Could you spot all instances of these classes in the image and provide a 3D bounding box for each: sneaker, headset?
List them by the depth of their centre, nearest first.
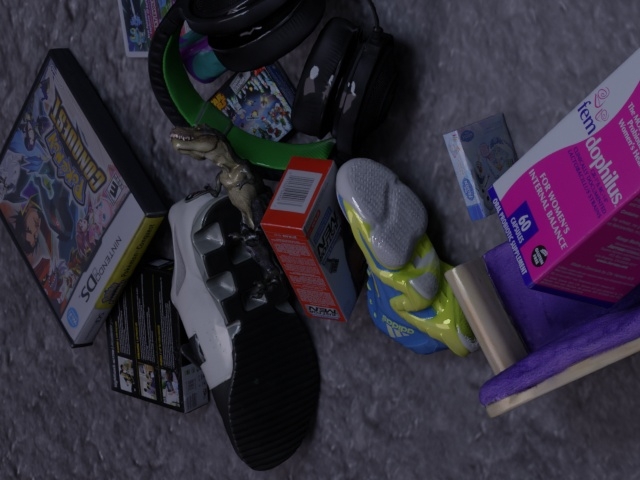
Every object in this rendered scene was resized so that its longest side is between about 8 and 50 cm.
[{"bbox_3d":[-0.007,-0.215,1.784,0.243,0.185,0.394,39,139,-15],"label":"headset"},{"bbox_3d":[0.070,0.031,1.829,0.126,0.091,0.240,-27,100,49],"label":"sneaker"},{"bbox_3d":[-0.098,0.098,2.016,0.146,0.122,0.331,11,114,57],"label":"sneaker"}]

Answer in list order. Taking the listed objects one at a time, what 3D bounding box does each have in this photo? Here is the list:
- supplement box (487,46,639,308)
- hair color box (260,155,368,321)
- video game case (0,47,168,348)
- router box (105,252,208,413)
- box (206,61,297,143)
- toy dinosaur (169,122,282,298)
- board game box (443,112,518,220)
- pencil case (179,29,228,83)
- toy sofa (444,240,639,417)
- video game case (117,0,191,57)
[{"bbox_3d":[0.261,-0.055,1.470,0.220,0.114,0.111,-44,48,33],"label":"supplement box"},{"bbox_3d":[0.000,0.000,1.839,0.053,0.093,0.167,9,147,25],"label":"hair color box"},{"bbox_3d":[-0.305,-0.050,2.141,0.275,0.035,0.248,57,133,27],"label":"video game case"},{"bbox_3d":[-0.202,0.109,2.138,0.133,0.046,0.179,13,112,39],"label":"router box"},{"bbox_3d":[-0.078,-0.137,1.958,0.137,0.027,0.094,-41,77,41],"label":"box"},{"bbox_3d":[-0.063,-0.014,1.851,0.064,0.118,0.268,-23,126,22],"label":"toy dinosaur"},{"bbox_3d":[0.164,-0.073,1.731,0.020,0.090,0.090,-15,95,39],"label":"board game box"},{"bbox_3d":[-0.087,-0.231,1.885,0.151,0.070,0.064,-35,77,29],"label":"pencil case"},{"bbox_3d":[0.279,0.021,1.609,0.362,0.177,0.150,-32,82,43],"label":"toy sofa"},{"bbox_3d":[-0.164,-0.306,1.977,0.183,0.023,0.201,5,109,39],"label":"video game case"}]
